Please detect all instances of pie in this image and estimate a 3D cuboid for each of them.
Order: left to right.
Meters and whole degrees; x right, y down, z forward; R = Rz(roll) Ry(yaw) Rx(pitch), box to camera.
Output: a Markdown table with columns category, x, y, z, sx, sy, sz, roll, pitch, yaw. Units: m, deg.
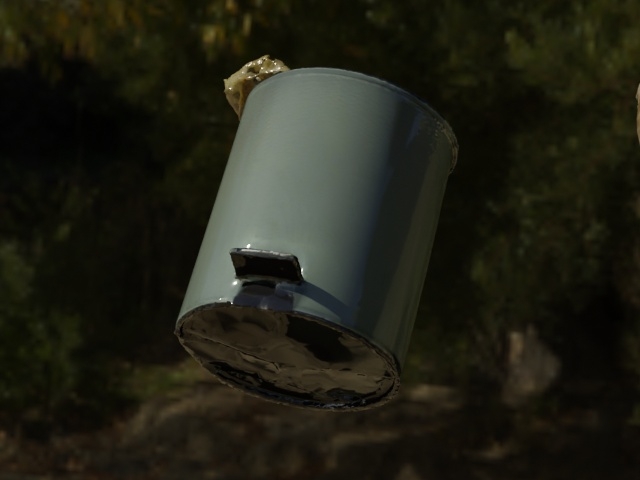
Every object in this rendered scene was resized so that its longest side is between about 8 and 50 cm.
| category | x | y | z | sx | sy | sz | roll | pitch | yaw |
| --- | --- | --- | --- | --- | --- | --- | --- | --- | --- |
| pie | -0.005 | -0.090 | 1.840 | 0.129 | 0.068 | 0.282 | -5 | -52 | 44 |

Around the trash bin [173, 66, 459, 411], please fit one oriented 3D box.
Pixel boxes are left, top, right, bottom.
| category | x | y | z | sx | sy | sz | roll | pitch | yaw |
| --- | --- | --- | --- | --- | --- | --- | --- | --- | --- |
| trash bin | 0.000 | 0.000 | 1.536 | 0.217 | 0.262 | 0.277 | 7 | -28 | 16 |

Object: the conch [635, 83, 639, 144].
| category | x | y | z | sx | sy | sz | roll | pitch | yaw |
| --- | --- | --- | --- | --- | --- | --- | --- | --- | --- |
| conch | 0.422 | -0.128 | 1.462 | 0.297 | 0.210 | 0.352 | 20 | 31 | -17 |
